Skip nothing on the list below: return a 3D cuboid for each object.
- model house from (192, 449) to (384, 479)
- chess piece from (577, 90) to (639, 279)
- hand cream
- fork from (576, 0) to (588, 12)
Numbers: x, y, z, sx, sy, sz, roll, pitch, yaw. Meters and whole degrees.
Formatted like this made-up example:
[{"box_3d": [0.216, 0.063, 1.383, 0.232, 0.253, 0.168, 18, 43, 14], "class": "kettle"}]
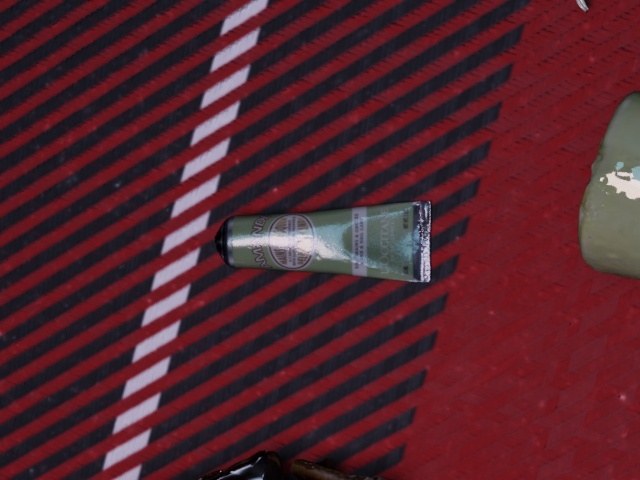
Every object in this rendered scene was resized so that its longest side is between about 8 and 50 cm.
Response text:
[{"box_3d": [-0.084, 0.402, 1.696, 0.282, 0.297, 0.317, 8, 129, 25], "class": "model house"}, {"box_3d": [0.472, -0.004, 1.514, 0.442, 0.234, 0.234, 18, 94, 23], "class": "chess piece"}, {"box_3d": [0.000, 0.000, 1.740, 0.235, 0.055, 0.086, 1, 92, 9], "class": "hand cream"}, {"box_3d": [0.289, -0.343, 1.671, 0.028, 0.034, 0.219, 15, 93, 7], "class": "fork"}]
